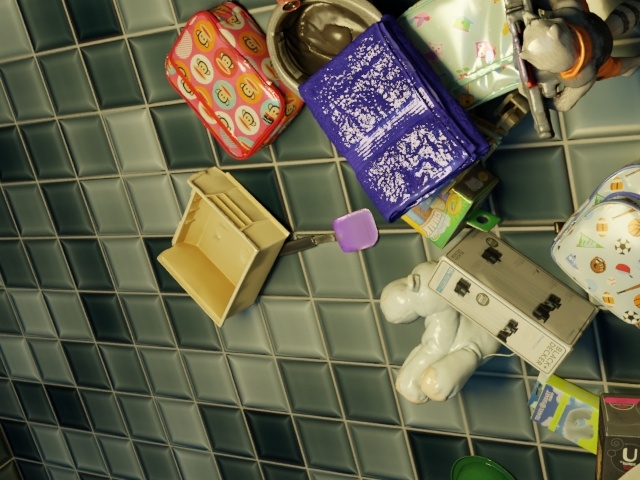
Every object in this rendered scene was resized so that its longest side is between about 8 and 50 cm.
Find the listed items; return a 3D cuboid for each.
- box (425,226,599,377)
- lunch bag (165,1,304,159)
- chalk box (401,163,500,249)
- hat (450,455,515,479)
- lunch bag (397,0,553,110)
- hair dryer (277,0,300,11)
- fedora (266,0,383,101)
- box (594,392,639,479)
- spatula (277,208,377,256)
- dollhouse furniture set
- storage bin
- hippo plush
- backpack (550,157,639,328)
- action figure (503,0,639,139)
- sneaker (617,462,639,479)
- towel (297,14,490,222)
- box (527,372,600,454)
[{"bbox_3d":[0.365,0.110,1.766,0.290,0.169,0.087,36,129,14],"label":"box"},{"bbox_3d":[-0.192,-0.327,1.970,0.293,0.120,0.258,50,136,4],"label":"lunch bag"},{"bbox_3d":[0.242,-0.084,1.773,0.213,0.132,0.132,41,130,12],"label":"chalk box"},{"bbox_3d":[0.322,0.591,2.043,0.208,0.183,0.173,37,130,14],"label":"hat"},{"bbox_3d":[0.283,-0.351,1.616,0.279,0.108,0.224,-21,100,41],"label":"lunch bag"},{"bbox_3d":[-0.034,-0.558,1.670,0.223,0.080,0.294,19,93,29],"label":"hair dryer"},{"bbox_3d":[0.037,-0.375,1.766,0.275,0.124,0.244,15,123,20],"label":"fedora"},{"bbox_3d":[0.611,0.440,1.758,0.165,0.143,0.270,1,116,12],"label":"box"},{"bbox_3d":[0.000,0.000,2.057,0.296,0.030,0.084,-14,99,40],"label":"spatula"},{"bbox_3d":[0.267,-0.197,1.661,0.101,0.182,0.161,45,132,7],"label":"dollhouse furniture set"},{"bbox_3d":[-0.235,0.009,2.152,0.260,0.123,0.262,44,132,19],"label":"storage bin"},{"bbox_3d":[0.226,0.171,1.854,0.294,0.234,0.236,-27,98,42],"label":"hippo plush"},{"bbox_3d":[0.544,-0.008,1.562,0.276,0.213,0.263,40,120,15],"label":"backpack"},{"bbox_3d":[0.379,-0.347,1.401,0.178,0.330,0.341,-9,108,37],"label":"action figure"},{"bbox_3d":[0.541,0.532,1.676,0.147,0.104,0.296,45,113,-4],"label":"sneaker"},{"bbox_3d":[0.118,-0.212,1.611,0.227,0.076,0.308,-38,78,19],"label":"towel"},{"bbox_3d":[0.508,0.347,1.876,0.178,0.042,0.109,26,126,21],"label":"box"}]
